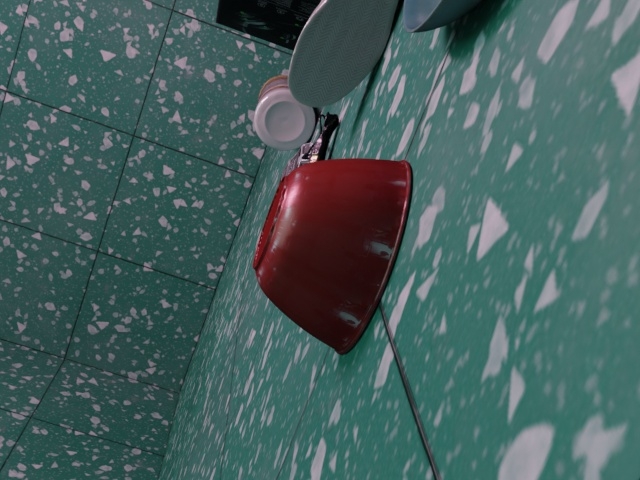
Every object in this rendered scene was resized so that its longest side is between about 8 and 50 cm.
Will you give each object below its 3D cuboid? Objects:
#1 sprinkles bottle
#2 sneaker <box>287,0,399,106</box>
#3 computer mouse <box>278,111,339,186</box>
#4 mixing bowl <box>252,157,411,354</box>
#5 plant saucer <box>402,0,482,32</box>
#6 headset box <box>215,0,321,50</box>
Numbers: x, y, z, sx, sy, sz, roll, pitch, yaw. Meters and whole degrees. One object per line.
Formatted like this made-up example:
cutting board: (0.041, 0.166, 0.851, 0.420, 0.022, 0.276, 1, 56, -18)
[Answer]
sprinkles bottle: (-0.078, -0.280, 1.760, 0.355, 0.121, 0.121, -100, 30, -73)
sneaker: (0.050, -0.319, 1.118, 0.293, 0.108, 0.169, -59, 9, 13)
computer mouse: (-0.020, -0.119, 1.319, 0.193, 0.042, 0.106, 137, 146, -61)
mixing bowl: (0.000, 0.000, 0.723, 0.181, 0.098, 0.181, -162, 90, -81)
plant saucer: (0.146, -0.311, 0.651, 0.317, 0.043, 0.318, -161, 90, -82)
headset box: (-0.037, -0.419, 1.383, 0.283, 0.246, 0.131, 153, 135, -80)
